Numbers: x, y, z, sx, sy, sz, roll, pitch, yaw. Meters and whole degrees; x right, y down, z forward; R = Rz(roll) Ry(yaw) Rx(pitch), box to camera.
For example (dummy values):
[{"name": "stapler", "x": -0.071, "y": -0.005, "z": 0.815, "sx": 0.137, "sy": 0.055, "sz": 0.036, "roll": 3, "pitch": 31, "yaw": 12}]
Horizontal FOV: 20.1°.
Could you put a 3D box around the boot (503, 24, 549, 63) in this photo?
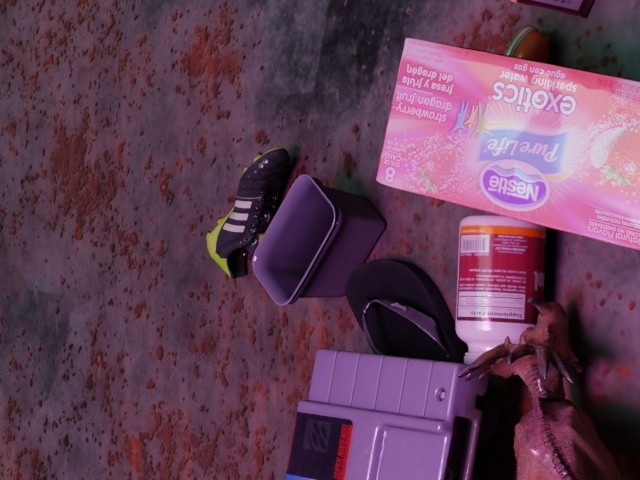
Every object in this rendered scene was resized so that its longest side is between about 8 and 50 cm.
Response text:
[{"name": "boot", "x": 0.214, "y": -0.129, "z": 1.760, "sx": 0.084, "sy": 0.059, "sz": 0.158, "roll": 12, "pitch": 99, "yaw": 41}]

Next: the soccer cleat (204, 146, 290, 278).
[{"name": "soccer cleat", "x": -0.073, "y": -0.032, "z": 2.080, "sx": 0.072, "sy": 0.060, "sz": 0.179, "roll": 54, "pitch": 131, "yaw": 27}]

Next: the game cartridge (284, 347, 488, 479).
[{"name": "game cartridge", "x": 0.042, "y": 0.288, "z": 1.759, "sx": 0.230, "sy": 0.068, "sz": 0.355, "roll": 3, "pitch": 80, "yaw": 48}]

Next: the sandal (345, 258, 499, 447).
[{"name": "sandal", "x": 0.098, "y": 0.107, "z": 1.859, "sx": 0.254, "sy": 0.054, "sz": 0.097, "roll": 53, "pitch": 123, "yaw": 39}]

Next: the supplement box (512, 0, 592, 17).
[{"name": "supplement box", "x": 0.182, "y": -0.296, "z": 1.775, "sx": 0.188, "sy": 0.104, "sz": 0.081, "roll": 40, "pitch": 115, "yaw": 45}]

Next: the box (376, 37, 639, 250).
[{"name": "box", "x": 0.220, "y": -0.085, "z": 1.623, "sx": 0.300, "sy": 0.154, "sz": 0.142, "roll": 16, "pitch": 97, "yaw": 35}]

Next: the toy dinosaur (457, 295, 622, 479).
[{"name": "toy dinosaur", "x": 0.208, "y": 0.179, "z": 1.605, "sx": 0.296, "sy": 0.127, "sz": 0.200, "roll": -119, "pitch": 16, "yaw": -72}]

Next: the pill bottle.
[{"name": "pill bottle", "x": 0.175, "y": 0.054, "z": 1.753, "sx": 0.086, "sy": 0.086, "sz": 0.152, "roll": -1, "pitch": 84, "yaw": 49}]

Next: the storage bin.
[{"name": "storage bin", "x": 0.000, "y": 0.000, "z": 1.959, "sx": 0.098, "sy": 0.091, "sz": 0.135, "roll": 52, "pitch": 122, "yaw": 39}]
